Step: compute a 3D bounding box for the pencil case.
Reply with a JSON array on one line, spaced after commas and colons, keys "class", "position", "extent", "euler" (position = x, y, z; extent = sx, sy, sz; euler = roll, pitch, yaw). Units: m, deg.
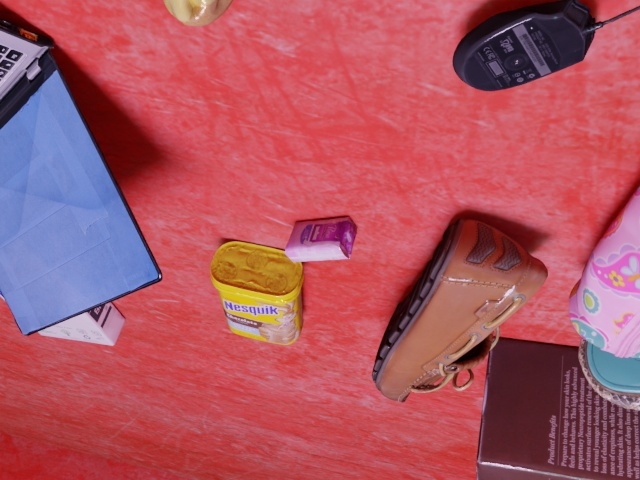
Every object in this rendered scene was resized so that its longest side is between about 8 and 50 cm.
[{"class": "pencil case", "position": [0.338, 0.013, 0.655], "extent": [0.124, 0.124, 0.284], "euler": [13, 148, 5]}]

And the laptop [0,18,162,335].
[{"class": "laptop", "position": [-0.442, -0.064, 0.757], "extent": [0.408, 0.236, 0.382], "euler": [17, 153, -40]}]

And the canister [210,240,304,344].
[{"class": "canister", "position": [-0.085, 0.082, 0.990], "extent": [0.126, 0.073, 0.170], "euler": [12, 149, 8]}]

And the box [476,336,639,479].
[{"class": "box", "position": [0.416, 0.268, 0.940], "extent": [0.382, 0.191, 0.143], "euler": [7, 146, 15]}]

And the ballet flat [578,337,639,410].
[{"class": "ballet flat", "position": [0.539, 0.126, 0.737], "extent": [0.483, 0.163, 0.182], "euler": [-9, 162, 42]}]

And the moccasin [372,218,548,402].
[{"class": "moccasin", "position": [0.169, 0.117, 0.889], "extent": [0.147, 0.139, 0.380], "euler": [25, 138, 2]}]

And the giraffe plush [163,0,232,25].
[{"class": "giraffe plush", "position": [-0.127, -0.263, 0.424], "extent": [0.171, 0.181, 0.210], "euler": [32, 173, 18]}]

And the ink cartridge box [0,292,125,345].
[{"class": "ink cartridge box", "position": [-0.474, 0.069, 1.150], "extent": [0.166, 0.065, 0.332], "euler": [6, 148, 16]}]

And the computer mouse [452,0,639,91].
[{"class": "computer mouse", "position": [0.212, -0.175, 0.511], "extent": [0.242, 0.041, 0.071], "euler": [-15, 145, 30]}]

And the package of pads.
[{"class": "package of pads", "position": [0.000, 0.000, 0.848], "extent": [0.083, 0.050, 0.032], "euler": [-4, 142, 30]}]
